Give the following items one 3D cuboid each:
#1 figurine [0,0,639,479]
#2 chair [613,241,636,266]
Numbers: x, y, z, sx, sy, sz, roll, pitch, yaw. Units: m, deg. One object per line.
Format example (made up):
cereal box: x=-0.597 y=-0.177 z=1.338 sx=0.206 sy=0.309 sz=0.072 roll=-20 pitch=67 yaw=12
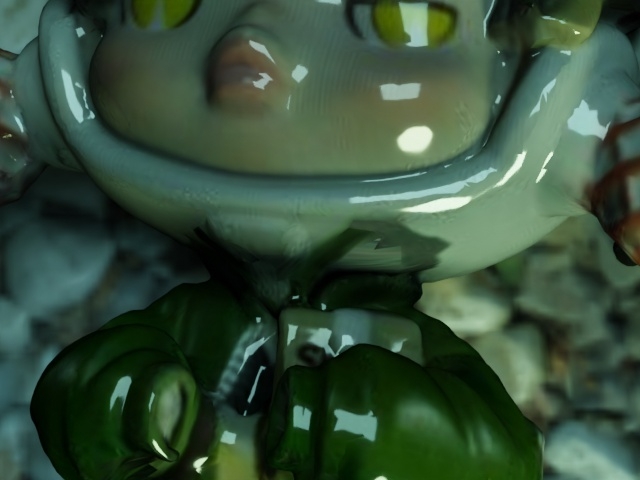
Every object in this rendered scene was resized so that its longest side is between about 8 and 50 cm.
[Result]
figurine: x=0.000 y=0.000 z=0.582 sx=0.281 sy=0.167 sz=0.370 roll=5 pitch=79 yaw=18
chair: x=0.203 y=0.020 z=0.557 sx=0.141 sy=0.260 sz=0.154 roll=-7 pitch=74 yaw=-13
